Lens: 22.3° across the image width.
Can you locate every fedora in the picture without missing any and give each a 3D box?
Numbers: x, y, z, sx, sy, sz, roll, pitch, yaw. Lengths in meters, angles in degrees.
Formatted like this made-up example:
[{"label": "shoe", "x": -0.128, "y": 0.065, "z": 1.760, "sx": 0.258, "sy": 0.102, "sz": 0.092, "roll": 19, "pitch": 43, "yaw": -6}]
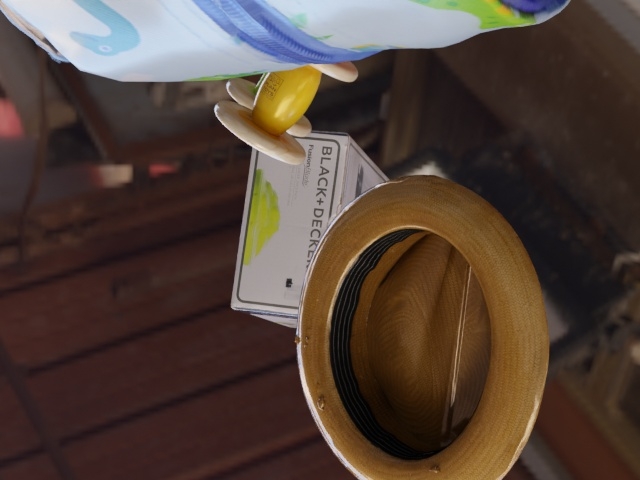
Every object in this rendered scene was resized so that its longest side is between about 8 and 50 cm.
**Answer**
[{"label": "fedora", "x": 0.071, "y": 0.057, "z": 0.941, "sx": 0.079, "sy": 0.194, "sz": 0.194, "roll": -8, "pitch": -137, "yaw": -48}]

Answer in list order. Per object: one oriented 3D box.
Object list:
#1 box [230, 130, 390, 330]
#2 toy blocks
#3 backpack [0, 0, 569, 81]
[{"label": "box", "x": 0.000, "y": 0.000, "z": 1.547, "sx": 0.087, "sy": 0.290, "sz": 0.169, "roll": 7, "pitch": -95, "yaw": 11}, {"label": "toy blocks", "x": 0.008, "y": -0.121, "z": 0.834, "sx": 0.054, "sy": 0.148, "sz": 0.123, "roll": 31, "pitch": -166, "yaw": -7}, {"label": "backpack", "x": 0.019, "y": -0.194, "z": 0.403, "sx": 0.273, "sy": 0.290, "sz": 0.355, "roll": 8, "pitch": -141, "yaw": 35}]
